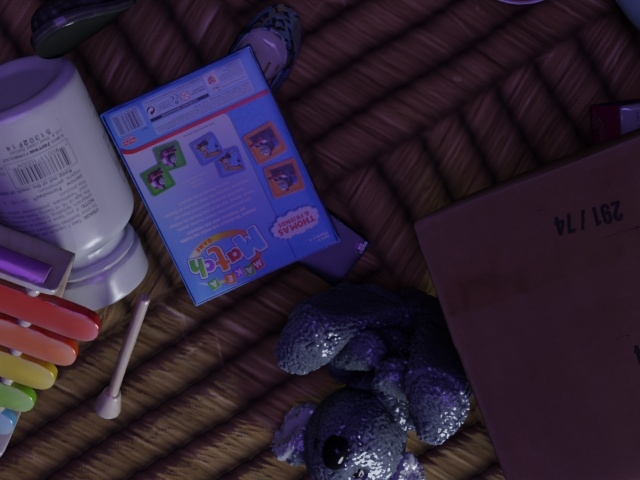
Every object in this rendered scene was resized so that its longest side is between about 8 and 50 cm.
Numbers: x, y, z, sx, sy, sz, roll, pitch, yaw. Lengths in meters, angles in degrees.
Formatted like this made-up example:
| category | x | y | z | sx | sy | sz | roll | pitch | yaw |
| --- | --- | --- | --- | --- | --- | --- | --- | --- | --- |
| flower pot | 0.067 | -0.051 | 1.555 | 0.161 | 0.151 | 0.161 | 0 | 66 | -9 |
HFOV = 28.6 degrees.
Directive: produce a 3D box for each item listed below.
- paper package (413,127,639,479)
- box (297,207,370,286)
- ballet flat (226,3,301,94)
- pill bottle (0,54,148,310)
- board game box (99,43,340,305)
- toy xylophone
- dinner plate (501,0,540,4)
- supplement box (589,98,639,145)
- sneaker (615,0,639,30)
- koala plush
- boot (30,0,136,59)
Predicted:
| category | x | y | z | sx | sy | sz | roll | pitch | yaw |
| --- | --- | --- | --- | --- | --- | --- | --- | --- | --- |
| paper package | 0.296 | 0.061 | 1.144 | 0.325 | 0.168 | 0.309 | -23 | 80 | 20 |
| box | 0.000 | 0.000 | 1.297 | 0.083 | 0.052 | 0.062 | 36 | 95 | -9 |
| ballet flat | -0.078 | -0.155 | 1.265 | 0.070 | 0.070 | 0.188 | 32 | 93 | -8 |
| pill bottle | -0.253 | -0.050 | 1.203 | 0.131 | 0.131 | 0.229 | -21 | 122 | -2 |
| board game box | -0.096 | -0.063 | 1.231 | 0.160 | 0.039 | 0.211 | -24 | 102 | 4 |
| toy xylophone | -0.295 | 0.096 | 1.203 | 0.236 | 0.081 | 0.322 | 16 | 137 | -1 |
| dinner plate | 0.206 | -0.314 | 1.292 | 0.141 | 0.017 | 0.141 | -1 | 98 | -4 |
| supplement box | 0.401 | -0.098 | 1.290 | 0.220 | 0.111 | 0.114 | -9 | 98 | -4 |
| sneaker | 0.374 | -0.331 | 1.225 | 0.256 | 0.094 | 0.151 | -44 | 82 | 21 |
| koala plush | 0.053 | 0.171 | 1.273 | 0.196 | 0.203 | 0.221 | 25 | 111 | 15 |
| boot | -0.255 | -0.301 | 1.154 | 0.091 | 0.263 | 0.229 | -29 | 107 | 26 |
